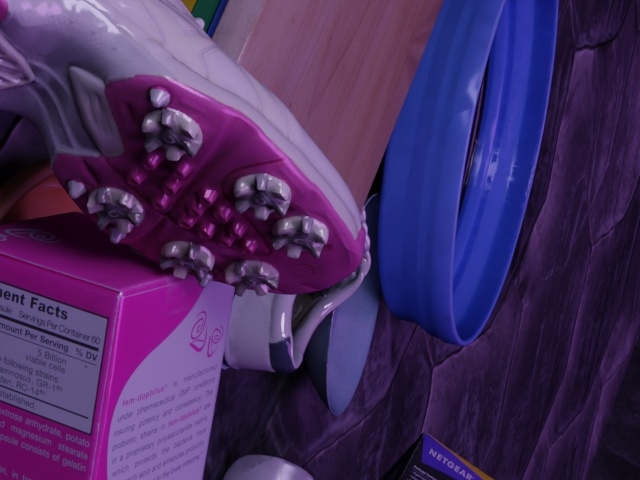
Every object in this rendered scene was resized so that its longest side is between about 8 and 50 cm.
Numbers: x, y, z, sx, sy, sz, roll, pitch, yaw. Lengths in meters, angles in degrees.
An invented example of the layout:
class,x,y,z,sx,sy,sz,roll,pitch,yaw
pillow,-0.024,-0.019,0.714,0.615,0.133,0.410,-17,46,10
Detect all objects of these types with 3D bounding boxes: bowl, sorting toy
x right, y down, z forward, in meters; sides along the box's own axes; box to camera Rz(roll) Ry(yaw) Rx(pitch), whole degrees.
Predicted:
class,x,y,z,sx,sy,sz,roll,pitch,yaw
bowl,0.144,-0.099,1.288,0.391,0.077,0.391,13,90,-73
sorting toy,-0.007,-0.170,0.923,0.257,0.089,0.255,-68,157,-15

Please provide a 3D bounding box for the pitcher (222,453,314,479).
class,x,y,z,sx,sy,sz,roll,pitch,yaw
pitcher,-0.073,0.286,1.028,0.207,0.125,0.178,-50,145,-64

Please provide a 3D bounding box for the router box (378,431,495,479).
class,x,y,z,sx,sy,sz,roll,pitch,yaw
router box,0.011,0.331,1.136,0.243,0.081,0.309,-55,178,-38

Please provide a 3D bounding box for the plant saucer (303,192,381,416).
class,x,y,z,sx,sy,sz,roll,pitch,yaw
plant saucer,0.017,0.052,1.164,0.195,0.037,0.195,11,90,-78

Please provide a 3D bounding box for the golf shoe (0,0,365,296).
class,x,y,z,sx,sy,sz,roll,pitch,yaw
golf shoe,-0.091,-0.092,0.607,0.306,0.115,0.140,37,46,-25

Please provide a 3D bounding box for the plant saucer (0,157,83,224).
class,x,y,z,sx,sy,sz,roll,pitch,yaw
plant saucer,-0.164,0.046,0.769,0.200,0.037,0.200,-45,143,-49

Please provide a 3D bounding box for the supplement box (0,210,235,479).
class,x,y,z,sx,sy,sz,roll,pitch,yaw
supplement box,-0.129,0.107,0.695,0.111,0.114,0.220,-14,118,-63

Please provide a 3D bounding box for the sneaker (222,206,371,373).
class,x,y,z,sx,sy,sz,roll,pitch,yaw
sneaker,0.000,0.000,1.044,0.258,0.091,0.094,-62,154,-28
